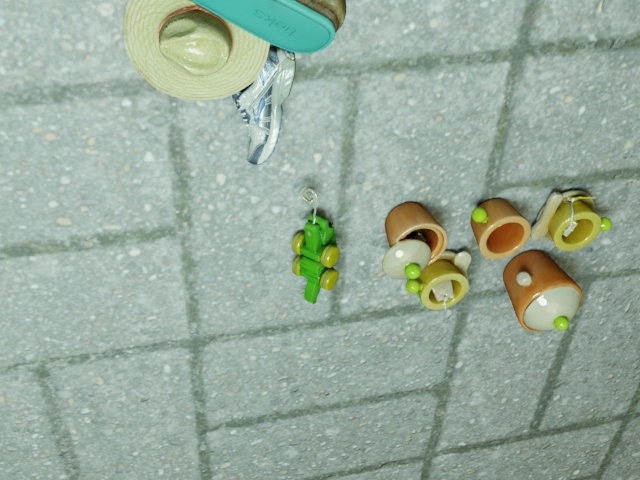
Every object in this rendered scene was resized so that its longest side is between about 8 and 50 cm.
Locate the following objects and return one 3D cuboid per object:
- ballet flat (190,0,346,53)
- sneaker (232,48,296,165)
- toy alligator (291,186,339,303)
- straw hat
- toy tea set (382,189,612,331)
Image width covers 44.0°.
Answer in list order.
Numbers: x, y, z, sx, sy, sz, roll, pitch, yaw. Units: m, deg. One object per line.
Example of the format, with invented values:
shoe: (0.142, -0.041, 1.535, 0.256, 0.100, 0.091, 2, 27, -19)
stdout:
ballet flat: (-0.119, -0.270, 0.668, 0.342, 0.124, 0.116, 13, 159, -32)
sneaker: (-0.068, -0.145, 0.847, 0.058, 0.052, 0.135, 9, 120, -13)
toy alligator: (0.000, 0.000, 0.993, 0.051, 0.056, 0.189, -43, 147, -40)
straw hat: (-0.119, -0.187, 0.755, 0.145, 0.061, 0.144, -3, 121, -4)
toy tea set: (0.234, 0.043, 1.053, 0.336, 0.124, 0.200, -2, 130, -17)
